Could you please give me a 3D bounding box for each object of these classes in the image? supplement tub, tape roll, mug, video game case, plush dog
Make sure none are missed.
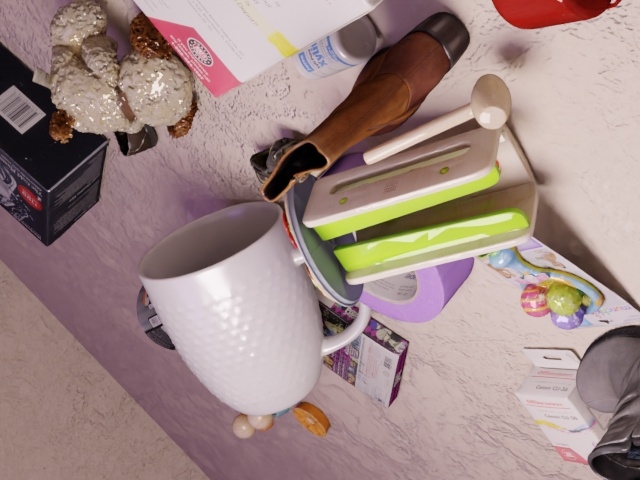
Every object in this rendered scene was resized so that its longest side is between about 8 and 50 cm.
[{"bbox_3d":[-0.257,0.119,1.985,0.193,0.193,0.316,47,152,-9],"label":"supplement tub"},{"bbox_3d":[0.097,-0.001,1.460,0.274,0.090,0.275,33,152,20],"label":"tape roll"},{"bbox_3d":[0.016,-0.253,1.228,0.071,0.071,0.107,52,150,-18],"label":"supplement tub"},{"bbox_3d":[-0.091,0.123,1.691,0.373,0.276,0.328,-17,112,14],"label":"mug"},{"bbox_3d":[0.067,0.210,1.848,0.210,0.042,0.232,33,150,20],"label":"video game case"},{"bbox_3d":[-0.321,-0.254,1.565,0.225,0.211,0.262,-6,134,14],"label":"plush dog"}]

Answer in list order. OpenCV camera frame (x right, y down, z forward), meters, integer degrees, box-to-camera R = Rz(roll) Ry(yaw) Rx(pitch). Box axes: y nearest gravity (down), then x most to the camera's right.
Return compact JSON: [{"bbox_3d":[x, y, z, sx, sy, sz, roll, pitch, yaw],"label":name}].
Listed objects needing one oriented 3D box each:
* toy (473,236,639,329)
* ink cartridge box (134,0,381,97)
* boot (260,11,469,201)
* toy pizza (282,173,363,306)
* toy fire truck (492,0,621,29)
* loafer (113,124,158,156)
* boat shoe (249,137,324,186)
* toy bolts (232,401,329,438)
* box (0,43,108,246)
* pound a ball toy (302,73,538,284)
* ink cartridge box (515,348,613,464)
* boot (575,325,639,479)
[{"bbox_3d":[0.303,0.072,1.269,0.237,0.056,0.137,36,157,-18],"label":"toy"},{"bbox_3d":[-0.080,-0.360,1.104,0.279,0.160,0.384,51,152,-17],"label":"ink cartridge box"},{"bbox_3d":[0.036,-0.129,1.147,0.096,0.280,0.264,49,152,-10],"label":"boot"},{"bbox_3d":[0.000,0.000,1.304,0.032,0.201,0.201,-23,117,21],"label":"toy pizza"},{"bbox_3d":[0.177,-0.267,0.804,0.158,0.246,0.217,4,134,51],"label":"toy fire truck"},{"bbox_3d":[-0.380,-0.245,1.751,0.080,0.078,0.220,10,139,46],"label":"loafer"},{"bbox_3d":[-0.052,-0.125,1.491,0.073,0.080,0.223,45,158,-16],"label":"boat shoe"},{"bbox_3d":[-0.100,0.417,2.236,0.218,0.158,0.228,36,152,13],"label":"toy bolts"},{"bbox_3d":[-0.654,-0.205,2.064,0.343,0.179,0.312,42,154,3],"label":"box"},{"bbox_3d":[0.129,-0.087,1.192,0.319,0.136,0.208,-17,126,31],"label":"pound a ball toy"},{"bbox_3d":[0.386,0.260,1.472,0.198,0.067,0.115,52,152,-17],"label":"ink cartridge box"},{"bbox_3d":[0.400,0.217,1.224,0.118,0.223,0.338,41,153,1],"label":"boot"}]
